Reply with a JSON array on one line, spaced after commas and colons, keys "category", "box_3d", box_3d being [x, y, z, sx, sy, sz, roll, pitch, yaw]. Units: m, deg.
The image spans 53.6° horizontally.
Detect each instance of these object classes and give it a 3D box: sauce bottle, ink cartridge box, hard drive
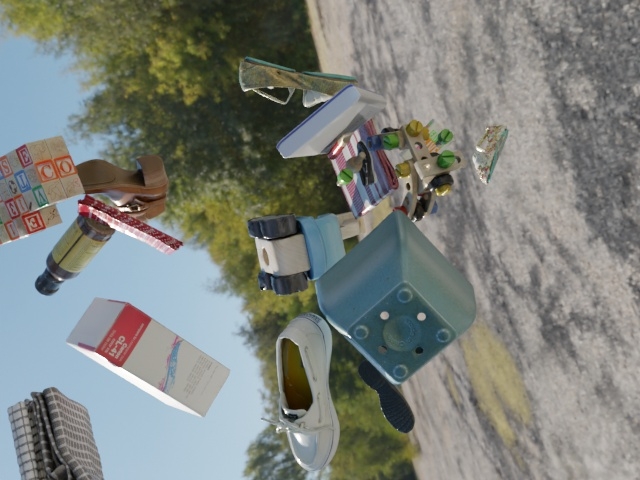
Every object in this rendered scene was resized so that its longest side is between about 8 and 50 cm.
[{"category": "sauce bottle", "box_3d": [-0.718, 0.039, 1.828, 0.111, 0.344, 0.111, 35, -149, -26]}, {"category": "ink cartridge box", "box_3d": [-0.393, 0.265, 1.447, 0.306, 0.131, 0.226, 43, 154, -27]}, {"category": "hard drive", "box_3d": [0.037, -0.271, 1.463, 0.040, 0.210, 0.318, 54, -162, 2]}]

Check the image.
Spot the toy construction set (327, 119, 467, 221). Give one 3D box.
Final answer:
[{"category": "toy construction set", "box_3d": [0.192, -0.198, 1.484, 0.237, 0.308, 0.258, 135, 143, -69]}]

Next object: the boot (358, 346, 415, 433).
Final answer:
[{"category": "boot", "box_3d": [0.224, 0.435, 1.884, 0.247, 0.083, 0.161, 57, -152, 11]}]

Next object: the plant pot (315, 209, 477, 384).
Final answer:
[{"category": "plant pot", "box_3d": [0.151, 0.130, 1.223, 0.248, 0.247, 0.252, 45, -168, -9]}]

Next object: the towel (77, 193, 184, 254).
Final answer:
[{"category": "towel", "box_3d": [-0.499, -0.033, 1.643, 0.031, 0.274, 0.199, -67, 18, -15]}]

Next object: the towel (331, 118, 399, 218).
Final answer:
[{"category": "towel", "box_3d": [0.122, -0.210, 1.859, 0.237, 0.037, 0.329, 69, 161, 7]}]

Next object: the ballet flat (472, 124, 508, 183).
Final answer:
[{"category": "ballet flat", "box_3d": [0.501, -0.260, 1.903, 0.091, 0.077, 0.241, 84, -152, -47]}]

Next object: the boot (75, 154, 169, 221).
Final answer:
[{"category": "boot", "box_3d": [-0.569, -0.132, 1.782, 0.109, 0.283, 0.220, 60, 155, 27]}]

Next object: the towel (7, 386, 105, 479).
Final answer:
[{"category": "towel", "box_3d": [-0.529, 0.448, 1.313, 0.284, 0.121, 0.235, 99, 149, -61]}]

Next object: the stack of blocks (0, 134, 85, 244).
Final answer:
[{"category": "stack of blocks", "box_3d": [-0.639, -0.101, 1.375, 0.087, 0.297, 0.171, -31, -76, -50]}]

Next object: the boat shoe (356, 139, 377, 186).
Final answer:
[{"category": "boat shoe", "box_3d": [0.112, -0.198, 1.639, 0.046, 0.038, 0.125, 45, 157, 55]}]

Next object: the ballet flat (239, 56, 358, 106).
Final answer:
[{"category": "ballet flat", "box_3d": [-0.067, -0.452, 1.854, 0.123, 0.348, 0.123, -171, 90, -86]}]

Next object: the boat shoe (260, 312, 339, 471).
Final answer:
[{"category": "boat shoe", "box_3d": [-0.046, 0.346, 1.324, 0.156, 0.135, 0.367, -28, -56, -55]}]

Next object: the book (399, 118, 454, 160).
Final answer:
[{"category": "book", "box_3d": [0.314, -0.278, 1.878, 0.096, 0.144, 0.035, 35, -165, -32]}]

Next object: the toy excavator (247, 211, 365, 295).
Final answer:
[{"category": "toy excavator", "box_3d": [0.000, 0.000, 1.986, 0.433, 0.445, 0.222, -173, 72, -69]}]
